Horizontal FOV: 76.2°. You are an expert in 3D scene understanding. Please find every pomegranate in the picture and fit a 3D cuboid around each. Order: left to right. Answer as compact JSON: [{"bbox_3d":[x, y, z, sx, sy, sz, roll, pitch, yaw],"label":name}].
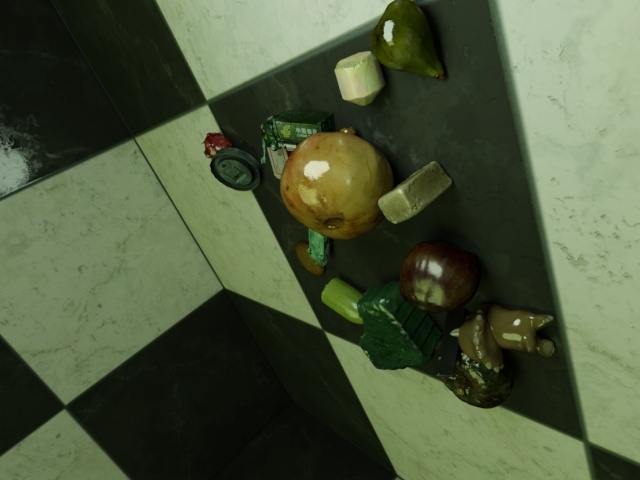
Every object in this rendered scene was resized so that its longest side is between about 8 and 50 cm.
[{"bbox_3d":[0.052,-0.176,1.185,0.338,0.338,0.338,36,148,27],"label":"pomegranate"}]

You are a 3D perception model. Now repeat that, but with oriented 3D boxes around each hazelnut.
[{"bbox_3d":[0.331,0.103,1.176,0.218,0.218,0.233,58,153,-11],"label":"hazelnut"}]

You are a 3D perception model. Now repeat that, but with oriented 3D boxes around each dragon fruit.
[{"bbox_3d":[-0.450,-0.406,1.829,0.165,0.136,0.133,35,144,-10],"label":"dragon fruit"}]

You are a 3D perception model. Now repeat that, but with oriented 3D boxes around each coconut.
[{"bbox_3d":[0.103,-0.403,1.035,0.116,0.116,0.122,18,139,46],"label":"coconut"}]

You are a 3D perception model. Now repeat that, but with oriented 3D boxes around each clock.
[{"bbox_3d":[-0.367,-0.308,1.786,0.225,0.049,0.226,10,144,7],"label":"clock"}]

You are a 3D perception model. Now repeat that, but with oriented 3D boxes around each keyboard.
[{"bbox_3d":[0.415,0.321,1.293,0.023,0.231,0.072,35,149,-22],"label":"keyboard"}]

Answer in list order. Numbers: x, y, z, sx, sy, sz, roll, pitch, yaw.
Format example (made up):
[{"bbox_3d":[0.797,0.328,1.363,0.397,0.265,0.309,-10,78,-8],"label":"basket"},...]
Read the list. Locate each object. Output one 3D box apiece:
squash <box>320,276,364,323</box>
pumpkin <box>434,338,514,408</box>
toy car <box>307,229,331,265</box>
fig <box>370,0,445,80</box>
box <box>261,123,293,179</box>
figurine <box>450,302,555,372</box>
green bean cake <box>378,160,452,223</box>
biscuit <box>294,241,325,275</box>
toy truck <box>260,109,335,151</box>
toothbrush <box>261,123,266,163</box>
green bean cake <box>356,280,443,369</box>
[{"bbox_3d":[0.129,0.269,1.743,0.247,0.132,0.133,32,146,31],"label":"squash"},{"bbox_3d":[0.490,0.433,1.335,0.260,0.189,0.260,34,146,27],"label":"pumpkin"},{"bbox_3d":[0.000,0.000,1.680,0.090,0.076,0.224,32,138,35],"label":"toy car"},{"bbox_3d":[0.190,-0.415,0.879,0.185,0.126,0.133,54,139,5],"label":"fig"},{"bbox_3d":[-0.143,-0.328,1.542,0.122,0.050,0.230,27,143,38],"label":"box"},{"bbox_3d":[0.502,0.282,1.161,0.247,0.173,0.177,17,136,48],"label":"figurine"},{"bbox_3d":[0.247,-0.125,1.066,0.085,0.179,0.109,55,149,-4],"label":"green bean cake"},{"bbox_3d":[-0.049,0.084,1.898,0.187,0.027,0.188,36,149,26],"label":"biscuit"},{"bbox_3d":[-0.077,-0.352,1.332,0.259,0.088,0.121,14,136,32],"label":"toy truck"},{"bbox_3d":[-0.227,-0.384,1.633,0.016,0.019,0.220,48,152,19],"label":"toothbrush"},{"bbox_3d":[0.261,0.318,1.534,0.308,0.169,0.300,52,142,-6],"label":"green bean cake"}]
